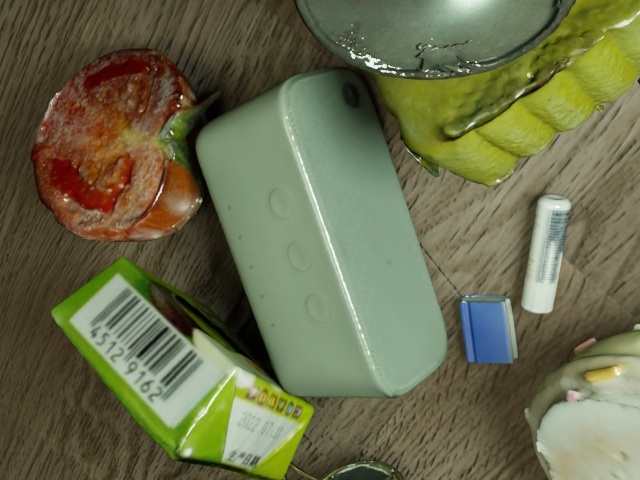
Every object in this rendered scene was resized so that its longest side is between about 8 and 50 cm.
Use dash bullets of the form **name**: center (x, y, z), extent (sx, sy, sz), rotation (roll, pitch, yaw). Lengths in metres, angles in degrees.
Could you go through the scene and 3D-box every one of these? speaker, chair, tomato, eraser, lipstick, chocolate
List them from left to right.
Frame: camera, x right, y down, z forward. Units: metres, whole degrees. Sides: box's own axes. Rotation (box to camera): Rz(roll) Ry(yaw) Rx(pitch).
- **tomato**: center (-0.264, -0.115, 1.236), extent (0.309, 0.170, 0.309), rotation (-14, 62, 27)
- **chocolate**: center (-0.176, 0.180, 1.179), extent (0.301, 0.289, 0.137), rotation (40, 87, 32)
- **speaker**: center (0.000, 0.000, 1.097), extent (0.184, 0.183, 0.406), rotation (-14, 98, 40)
- **chair**: center (0.044, 0.375, 1.216), extent (0.326, 0.170, 0.160), rotation (-120, 32, -60)
- **chair**: center (0.097, -0.363, 0.744), extent (0.226, 0.226, 0.401), rotation (-20, 53, 35)
- **eraser**: center (0.214, 0.113, 1.085), extent (0.063, 0.027, 0.085), rotation (-2, 105, 34)
- **lipstick**: center (0.268, 0.016, 1.012), extent (0.040, 0.040, 0.141), rotation (16, 112, 28)

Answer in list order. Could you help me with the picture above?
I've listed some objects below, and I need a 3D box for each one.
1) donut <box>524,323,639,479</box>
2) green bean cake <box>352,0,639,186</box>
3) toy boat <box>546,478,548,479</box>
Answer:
- **donut**: center (0.398, 0.242, 0.870), extent (0.382, 0.142, 0.383), rotation (34, 151, 22)
- **green bean cake**: center (0.202, -0.234, 0.889), extent (0.310, 0.202, 0.285), rotation (-31, 61, 23)
- **toy boat**: center (0.316, 0.415, 1.091), extent (0.088, 0.068, 0.226), rotation (-10, 100, 40)
